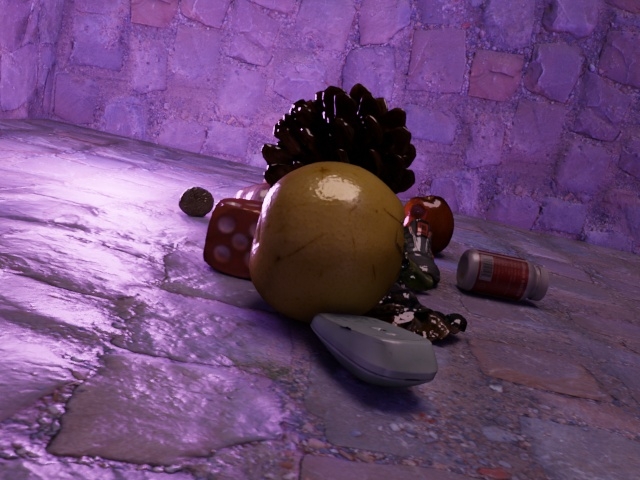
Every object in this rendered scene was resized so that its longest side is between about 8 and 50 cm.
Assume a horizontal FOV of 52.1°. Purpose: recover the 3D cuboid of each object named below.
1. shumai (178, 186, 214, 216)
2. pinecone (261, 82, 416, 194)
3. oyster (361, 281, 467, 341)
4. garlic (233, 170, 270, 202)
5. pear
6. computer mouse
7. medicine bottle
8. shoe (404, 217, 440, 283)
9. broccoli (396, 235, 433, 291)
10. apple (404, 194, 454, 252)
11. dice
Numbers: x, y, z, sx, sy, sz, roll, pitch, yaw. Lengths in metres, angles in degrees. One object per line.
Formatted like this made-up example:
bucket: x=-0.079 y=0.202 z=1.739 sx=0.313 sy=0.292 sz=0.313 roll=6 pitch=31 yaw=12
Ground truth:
shumai: x=-0.429 y=-0.129 z=2.196 sx=0.124 sy=0.099 sz=0.087 roll=5 pitch=-3 yaw=-39
pinecone: x=0.040 y=-0.195 z=1.647 sx=0.398 sy=0.397 sz=0.398 roll=12 pitch=12 yaw=-3
oyster: x=0.161 y=0.139 z=1.533 sx=0.221 sy=0.096 sz=0.361 roll=10 pitch=12 yaw=-47
garlic: x=-0.168 y=-0.167 z=2.241 sx=0.245 sy=0.253 sz=0.245 roll=10 pitch=-6 yaw=1
pear: x=0.016 y=0.006 z=1.370 sx=0.348 sy=0.348 sz=0.348 roll=12 pitch=12 yaw=-3
computer mouse: x=0.090 y=0.198 z=1.162 sx=0.159 sy=0.097 sz=0.288 roll=6 pitch=2 yaw=-26
medicine bottle: x=0.545 y=0.108 z=1.965 sx=0.250 sy=0.131 sz=0.131 roll=12 pitch=12 yaw=-6
shoe: x=0.303 y=0.021 z=2.022 sx=0.132 sy=0.171 sz=0.336 roll=11 pitch=11 yaw=-9
broccoli: x=0.195 y=0.049 z=1.768 sx=0.177 sy=0.198 sz=0.275 roll=-32 pitch=-21 yaw=28
apple: x=0.387 y=-0.064 z=2.417 sx=0.230 sy=0.230 sz=0.230 roll=12 pitch=12 yaw=-3
dice: x=-0.187 y=-0.008 z=1.651 sx=0.179 sy=0.175 sz=0.174 roll=10 pitch=12 yaw=6
